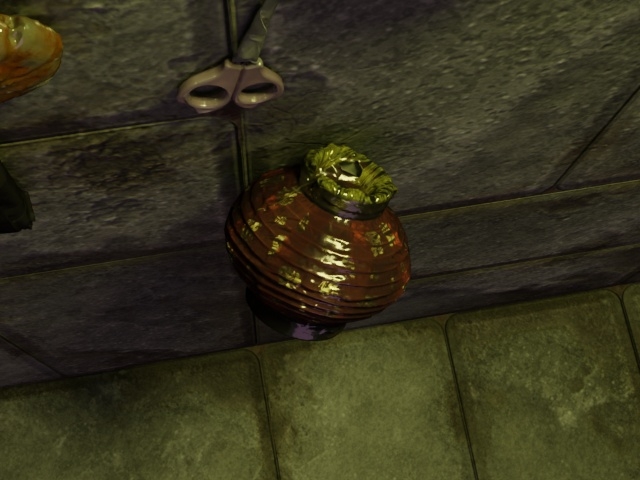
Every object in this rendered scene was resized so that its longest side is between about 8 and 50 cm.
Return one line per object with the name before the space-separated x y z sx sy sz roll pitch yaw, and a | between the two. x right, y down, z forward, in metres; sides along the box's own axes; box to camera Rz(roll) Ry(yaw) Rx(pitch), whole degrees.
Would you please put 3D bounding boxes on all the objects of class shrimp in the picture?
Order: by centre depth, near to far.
shrimp | -0.357 -0.124 0.770 0.295 0.062 0.154 -13 170 3

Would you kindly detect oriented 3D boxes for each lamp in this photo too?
lamp | 0.000 0.000 1.148 0.247 0.246 0.247 -10 164 -3

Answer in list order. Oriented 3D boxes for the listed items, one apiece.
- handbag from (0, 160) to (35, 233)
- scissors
handbag | -0.447 -0.042 0.980 0.247 0.080 0.223 -10 172 -10
scissors | -0.068 -0.171 0.859 0.110 0.021 0.212 -7 165 -21
